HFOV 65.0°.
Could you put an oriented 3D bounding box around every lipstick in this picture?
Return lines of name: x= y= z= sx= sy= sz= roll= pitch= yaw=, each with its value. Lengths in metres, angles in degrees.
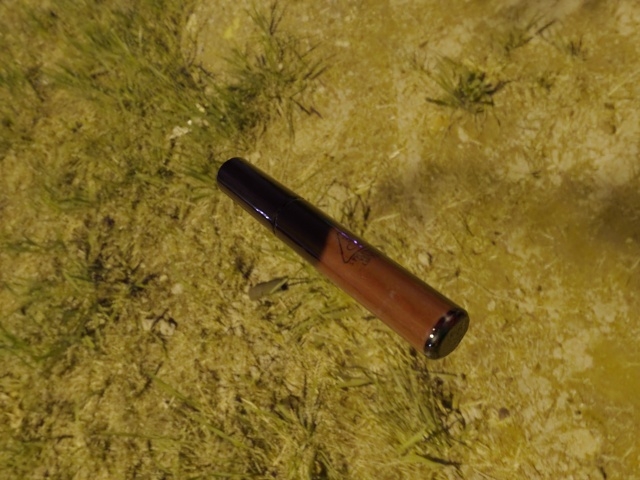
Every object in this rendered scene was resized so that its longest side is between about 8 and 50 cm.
lipstick: x=0.000 y=0.000 z=0.531 sx=0.057 sy=0.057 sz=0.356 roll=-46 pitch=50 yaw=-9
